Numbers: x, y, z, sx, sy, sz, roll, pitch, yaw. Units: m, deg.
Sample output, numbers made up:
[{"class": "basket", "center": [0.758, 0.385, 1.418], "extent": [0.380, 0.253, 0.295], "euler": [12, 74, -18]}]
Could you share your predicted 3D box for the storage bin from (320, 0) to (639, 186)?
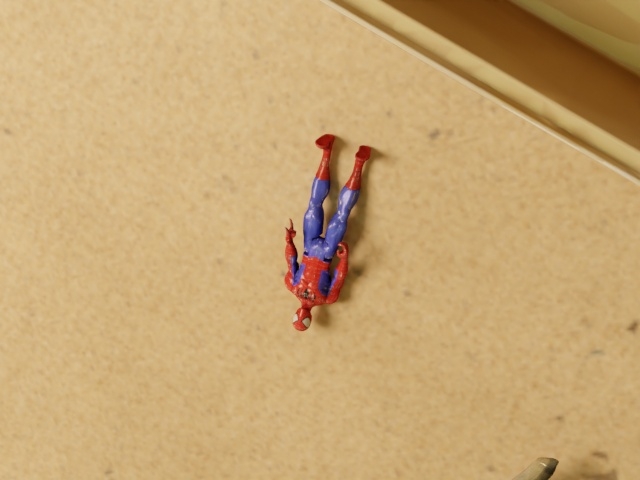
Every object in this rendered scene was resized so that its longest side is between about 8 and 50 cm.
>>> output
[{"class": "storage bin", "center": [0.133, -0.194, 0.648], "extent": [0.260, 0.123, 0.262], "euler": [31, 116, 6]}]

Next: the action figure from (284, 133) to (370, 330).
[{"class": "action figure", "center": [0.000, 0.000, 0.822], "extent": [0.038, 0.030, 0.115], "euler": [16, 116, 8]}]

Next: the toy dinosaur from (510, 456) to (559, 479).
[{"class": "toy dinosaur", "center": [0.078, 0.242, 0.870], "extent": [0.118, 0.064, 0.268], "euler": [3, 108, 11]}]
